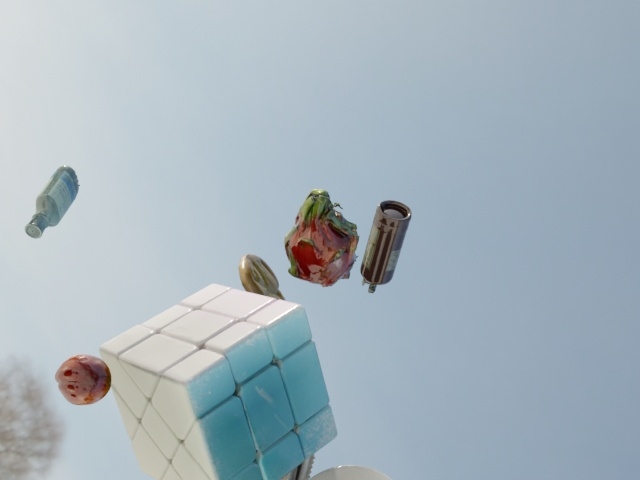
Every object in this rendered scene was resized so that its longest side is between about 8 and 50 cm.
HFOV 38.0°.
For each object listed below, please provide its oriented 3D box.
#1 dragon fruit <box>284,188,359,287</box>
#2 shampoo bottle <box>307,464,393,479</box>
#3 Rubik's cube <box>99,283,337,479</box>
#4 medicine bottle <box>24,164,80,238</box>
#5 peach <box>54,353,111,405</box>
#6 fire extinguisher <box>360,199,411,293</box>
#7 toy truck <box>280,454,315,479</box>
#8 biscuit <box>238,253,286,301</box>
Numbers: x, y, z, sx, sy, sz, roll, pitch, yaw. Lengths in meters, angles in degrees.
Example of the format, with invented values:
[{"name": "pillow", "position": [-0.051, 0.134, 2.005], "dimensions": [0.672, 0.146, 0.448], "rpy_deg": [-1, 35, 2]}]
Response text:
[{"name": "dragon fruit", "position": [0.020, -0.006, 2.237], "dimensions": [0.198, 0.200, 0.269], "rpy_deg": [53, -45, 42]}, {"name": "shampoo bottle", "position": [0.061, 0.560, 1.670], "dimensions": [0.273, 0.273, 0.266], "rpy_deg": [46, -21, 38]}, {"name": "Rubik's cube", "position": [-0.203, 0.308, 1.881], "dimensions": [0.319, 0.316, 0.322], "rpy_deg": [9, -60, 46]}, {"name": "medicine bottle", "position": [-0.615, -0.084, 2.129], "dimensions": [0.053, 0.208, 0.090], "rpy_deg": [6, -51, 10]}, {"name": "peach", "position": [-0.437, 0.257, 1.724], "dimensions": [0.101, 0.101, 0.101], "rpy_deg": [23, -61, 51]}, {"name": "fire extinguisher", "position": [0.127, 0.021, 1.884], "dimensions": [0.071, 0.099, 0.231], "rpy_deg": [16, -52, 5]}, {"name": "toy truck", "position": [-0.164, 0.537, 2.265], "dimensions": [0.286, 0.111, 0.136], "rpy_deg": [9, -104, 18]}, {"name": "biscuit", "position": [-0.132, 0.119, 2.196], "dimensions": [0.041, 0.260, 0.203], "rpy_deg": [-21, -112, 12]}]
